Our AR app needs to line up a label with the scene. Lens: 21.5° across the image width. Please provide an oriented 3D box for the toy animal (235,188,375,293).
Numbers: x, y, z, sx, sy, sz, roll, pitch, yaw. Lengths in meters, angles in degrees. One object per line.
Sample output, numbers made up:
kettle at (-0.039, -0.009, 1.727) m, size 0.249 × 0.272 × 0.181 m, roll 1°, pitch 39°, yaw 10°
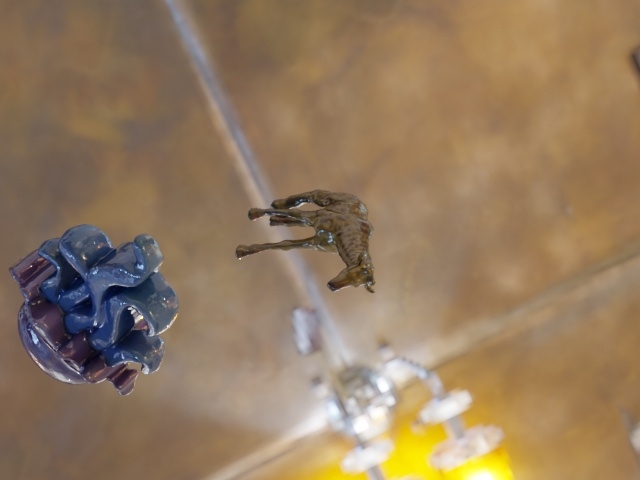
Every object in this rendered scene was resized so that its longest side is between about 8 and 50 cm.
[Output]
toy animal at (0.008, -0.004, 1.865) m, size 0.149 × 0.054 × 0.275 m, roll -25°, pitch -154°, yaw -27°

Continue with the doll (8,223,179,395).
doll at (-0.138, 0.043, 1.035) m, size 0.067 × 0.110 × 0.206 m, roll -40°, pitch -177°, yaw -34°
